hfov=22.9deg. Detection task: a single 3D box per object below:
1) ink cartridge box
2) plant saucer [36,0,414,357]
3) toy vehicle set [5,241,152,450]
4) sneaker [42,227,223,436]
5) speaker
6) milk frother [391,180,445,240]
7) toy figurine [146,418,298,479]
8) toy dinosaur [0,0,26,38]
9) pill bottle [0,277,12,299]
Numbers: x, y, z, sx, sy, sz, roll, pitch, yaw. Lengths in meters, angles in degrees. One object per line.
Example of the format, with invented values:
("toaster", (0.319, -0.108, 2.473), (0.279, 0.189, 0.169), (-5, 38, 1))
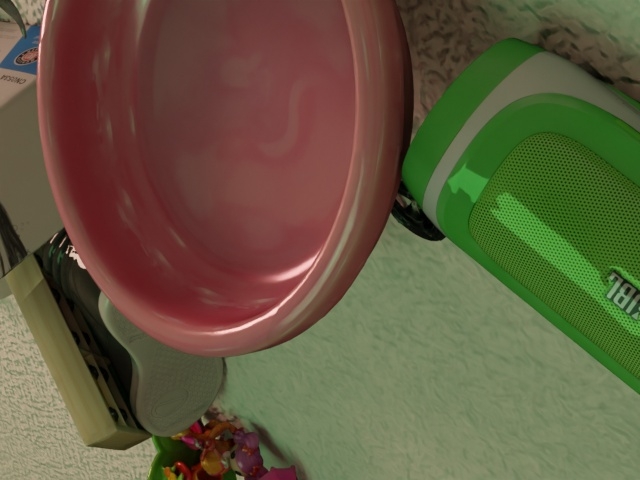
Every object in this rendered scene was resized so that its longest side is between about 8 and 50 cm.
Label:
("ink cartridge box", (-0.332, -0.054, 1.376), (0.223, 0.307, 0.129), (15, 139, 48))
("plant saucer", (-0.058, -0.093, 1.027), (0.332, 0.084, 0.332), (6, 99, 44))
("toy vehicle set", (-0.260, 0.087, 1.613), (0.267, 0.035, 0.166), (63, -179, 10))
("sneaker", (-0.188, 0.078, 1.595), (0.147, 0.104, 0.296), (47, 163, 34))
("speaker", (0.191, 0.015, 0.883), (0.296, 0.131, 0.131), (40, 153, 16))
("milk frother", (0.000, 0.000, 1.140), (0.143, 0.135, 0.129), (28, -178, 44))
("toy figurine", (-0.093, 0.247, 1.689), (0.159, 0.130, 0.173), (-10, 95, 45))
("toy dinosaur", (-0.338, -0.270, 1.241), (0.160, 0.121, 0.313), (47, -170, 21))
("pill bottle", (-0.421, -0.010, 1.789), (0.208, 0.119, 0.119), (24, 145, 40))
